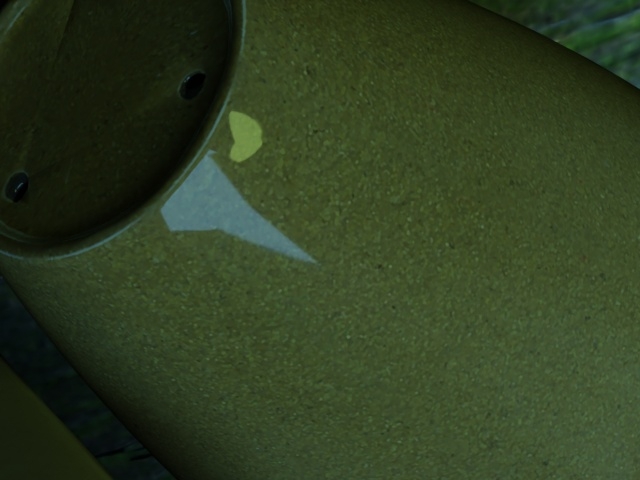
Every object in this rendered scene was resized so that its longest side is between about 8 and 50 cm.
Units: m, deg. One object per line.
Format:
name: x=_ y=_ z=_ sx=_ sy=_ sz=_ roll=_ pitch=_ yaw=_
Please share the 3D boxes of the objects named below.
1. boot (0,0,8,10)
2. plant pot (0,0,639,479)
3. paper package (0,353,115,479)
boot: x=-0.148 y=-0.114 z=0.664 sx=0.106 sy=0.082 sz=0.219 roll=-36 pitch=121 yaw=-6
plant pot: x=0.000 y=0.000 z=0.668 sx=0.237 sy=0.237 sz=0.254 roll=-43 pitch=138 yaw=13
paper package: x=-0.115 y=0.187 z=0.714 sx=0.168 sy=0.325 sz=0.309 roll=-38 pitch=130 yaw=-13
